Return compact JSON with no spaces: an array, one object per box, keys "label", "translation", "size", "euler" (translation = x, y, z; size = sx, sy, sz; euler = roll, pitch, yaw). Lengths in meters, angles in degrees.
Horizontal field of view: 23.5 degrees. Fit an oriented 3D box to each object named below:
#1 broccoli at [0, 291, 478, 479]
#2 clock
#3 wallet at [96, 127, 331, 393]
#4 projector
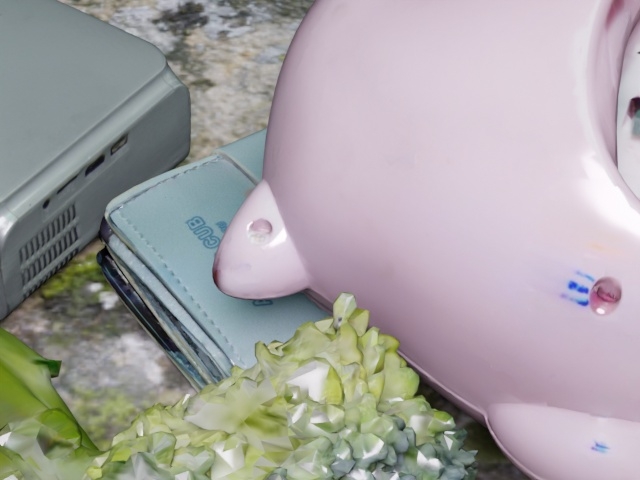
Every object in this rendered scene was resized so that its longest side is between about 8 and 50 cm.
[{"label":"broccoli","translation":[-0.090,0.132,0.765],"size":[0.353,0.274,0.397],"euler":[6,27,-10]},{"label":"clock","translation":[0.155,-0.045,0.830],"size":[0.377,0.250,0.368],"euler":[16,67,8]},{"label":"wallet","translation":[0.000,0.000,0.984],"size":[0.250,0.075,0.176],"euler":[-28,58,-28]},{"label":"projector","translation":[-0.243,-0.076,1.023],"size":[0.250,0.108,0.198],"euler":[26,48,20]}]
